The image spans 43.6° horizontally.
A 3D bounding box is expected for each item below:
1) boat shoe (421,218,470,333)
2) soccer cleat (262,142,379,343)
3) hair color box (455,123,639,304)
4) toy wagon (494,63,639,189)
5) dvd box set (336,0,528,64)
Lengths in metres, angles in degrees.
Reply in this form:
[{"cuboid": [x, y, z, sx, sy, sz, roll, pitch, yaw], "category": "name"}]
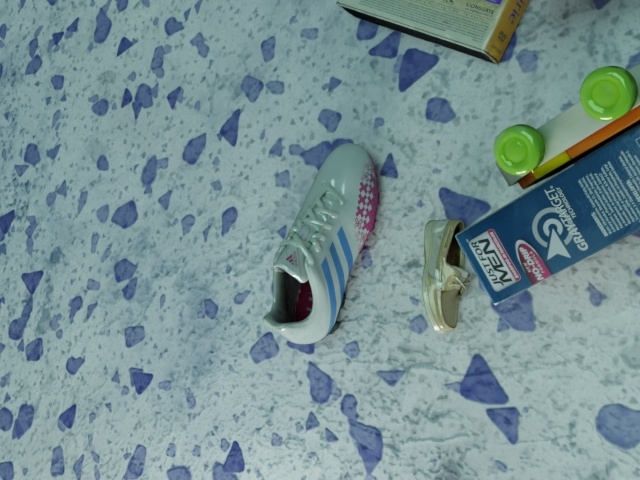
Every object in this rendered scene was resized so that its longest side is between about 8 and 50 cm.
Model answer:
[{"cuboid": [0.185, 0.048, 1.153, 0.059, 0.063, 0.170, -12, 73, 38], "category": "boat shoe"}, {"cuboid": [0.000, 0.000, 1.242, 0.116, 0.143, 0.331, 12, 87, 36], "category": "soccer cleat"}, {"cuboid": [0.350, -0.058, 0.950, 0.347, 0.174, 0.105, -35, 80, 35], "category": "hair color box"}, {"cuboid": [0.362, -0.170, 0.924, 0.344, 0.267, 0.068, -34, 83, 42], "category": "toy wagon"}, {"cuboid": [0.233, -0.514, 1.238, 0.307, 0.062, 0.420, 29, 97, 35], "category": "dvd box set"}]
